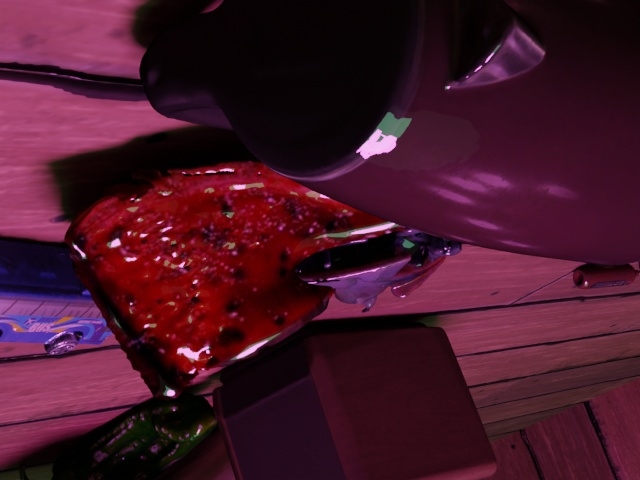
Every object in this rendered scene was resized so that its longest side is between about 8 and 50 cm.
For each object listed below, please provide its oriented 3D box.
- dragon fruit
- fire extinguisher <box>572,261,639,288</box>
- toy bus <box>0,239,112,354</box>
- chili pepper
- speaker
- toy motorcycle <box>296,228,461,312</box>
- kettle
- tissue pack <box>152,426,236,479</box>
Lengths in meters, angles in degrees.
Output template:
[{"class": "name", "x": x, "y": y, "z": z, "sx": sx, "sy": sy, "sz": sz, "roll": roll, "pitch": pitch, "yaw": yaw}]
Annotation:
[{"class": "dragon fruit", "x": -0.036, "y": -0.005, "z": 0.650, "sx": 0.192, "sy": 0.122, "sz": 0.092, "roll": -15, "pitch": 148, "yaw": -8}, {"class": "fire extinguisher", "x": 0.318, "y": 0.041, "z": 1.354, "sx": 0.100, "sy": 0.032, "sz": 0.046, "roll": -4, "pitch": 147, "yaw": -28}, {"class": "toy bus", "x": -0.171, "y": 0.032, "z": 0.718, "sx": 0.061, "sy": 0.051, "sz": 0.153, "roll": -34, "pitch": 159, "yaw": 24}, {"class": "chili pepper", "x": -0.201, "y": 0.220, "z": 1.269, "sx": 0.257, "sy": 0.074, "sz": 0.100, "roll": -35, "pitch": 155, "yaw": 30}, {"class": "speaker", "x": 0.034, "y": 0.191, "z": 1.220, "sx": 0.153, "sy": 0.192, "sz": 0.231, "roll": -30, "pitch": 160, "yaw": 34}, {"class": "toy motorcycle", "x": 0.000, "y": -0.001, "z": 0.772, "sx": 0.213, "sy": 0.082, "sz": 0.122, "roll": -7, "pitch": 163, "yaw": -4}, {"class": "kettle", "x": 0.051, "y": -0.071, "z": 0.540, "sx": 0.202, "sy": 0.144, "sz": 0.232, "roll": 7, "pitch": 180, "yaw": 44}, {"class": "tissue pack", "x": -0.118, "y": 0.391, "z": 1.329, "sx": 0.207, "sy": 0.297, "sz": 0.380, "roll": -30, "pitch": 180, "yaw": 28}]
